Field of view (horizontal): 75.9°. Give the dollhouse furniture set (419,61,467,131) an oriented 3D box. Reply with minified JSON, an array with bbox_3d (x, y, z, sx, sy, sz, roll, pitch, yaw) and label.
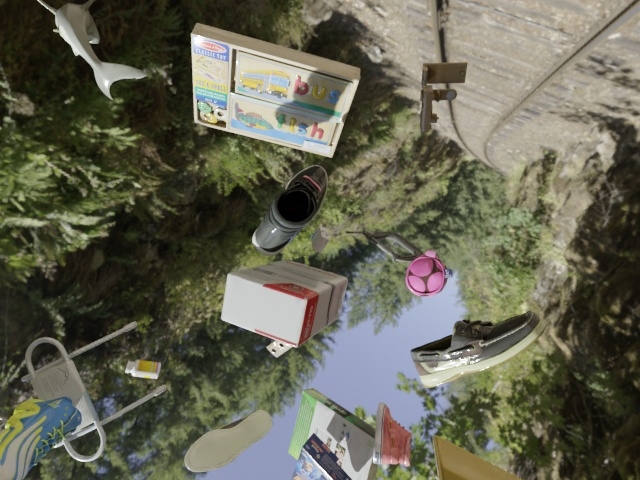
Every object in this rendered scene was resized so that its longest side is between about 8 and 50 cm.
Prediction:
[{"bbox_3d":[0.347,-0.404,1.155,0.123,0.144,0.151,2,-141,10],"label":"dollhouse furniture set"}]

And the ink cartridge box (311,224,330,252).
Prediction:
[{"bbox_3d":[0.000,0.000,1.137,0.028,0.048,0.083,27,-157,-19],"label":"ink cartridge box"}]

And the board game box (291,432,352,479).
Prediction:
[{"bbox_3d":[-0.002,0.689,1.197,0.194,0.194,0.060,42,-139,14],"label":"board game box"}]

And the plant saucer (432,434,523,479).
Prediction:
[{"bbox_3d":[0.417,0.625,0.971,0.332,0.081,0.333,24,178,15],"label":"plant saucer"}]

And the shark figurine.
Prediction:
[{"bbox_3d":[-0.437,-0.407,0.776,0.278,0.116,0.166,52,180,33],"label":"shark figurine"}]

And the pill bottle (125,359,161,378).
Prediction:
[{"bbox_3d":[-0.479,0.347,1.110,0.083,0.044,0.043,16,-161,-22],"label":"pill bottle"}]

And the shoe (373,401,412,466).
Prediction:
[{"bbox_3d":[0.165,0.437,0.928,0.081,0.064,0.178,4,-167,10],"label":"shoe"}]

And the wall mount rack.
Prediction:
[{"bbox_3d":[-0.625,0.396,1.130,0.130,0.303,0.351,-13,-103,-89],"label":"wall mount rack"}]

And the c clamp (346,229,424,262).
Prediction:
[{"bbox_3d":[0.159,0.013,0.962,0.137,0.022,0.160,-8,-148,-37],"label":"c clamp"}]

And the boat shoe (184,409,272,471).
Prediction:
[{"bbox_3d":[-0.295,0.645,1.307,0.304,0.091,0.109,-11,-115,-44],"label":"boat shoe"}]

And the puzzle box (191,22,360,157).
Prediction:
[{"bbox_3d":[-0.126,-0.375,1.074,0.407,0.272,0.052,12,-125,-7],"label":"puzzle box"}]

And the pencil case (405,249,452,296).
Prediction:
[{"bbox_3d":[0.253,0.078,0.947,0.095,0.098,0.209,4,176,17],"label":"pencil case"}]

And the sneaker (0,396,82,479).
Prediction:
[{"bbox_3d":[-0.552,0.379,0.811,0.126,0.091,0.240,-13,-160,-21],"label":"sneaker"}]

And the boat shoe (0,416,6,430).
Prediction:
[{"bbox_3d":[-0.846,0.507,1.009,0.156,0.368,0.135,-13,-176,-23],"label":"boat shoe"}]

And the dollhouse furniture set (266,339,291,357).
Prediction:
[{"bbox_3d":[-0.191,0.372,1.747,0.183,0.129,0.129,45,-142,-3],"label":"dollhouse furniture set"}]

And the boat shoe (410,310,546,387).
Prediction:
[{"bbox_3d":[0.231,0.160,0.639,0.074,0.223,0.080,55,-144,9],"label":"boat shoe"}]

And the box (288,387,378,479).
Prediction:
[{"bbox_3d":[0.043,0.660,1.327,0.321,0.233,0.058,17,-175,40],"label":"box"}]

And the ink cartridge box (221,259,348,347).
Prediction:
[{"bbox_3d":[-0.073,0.135,0.983,0.196,0.115,0.272,15,-170,21],"label":"ink cartridge box"}]

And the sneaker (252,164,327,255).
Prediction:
[{"bbox_3d":[-0.036,-0.098,0.939,0.104,0.147,0.296,39,-126,-7],"label":"sneaker"}]
